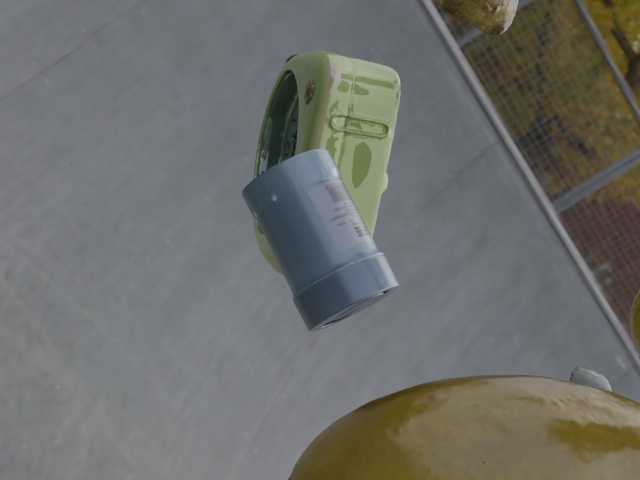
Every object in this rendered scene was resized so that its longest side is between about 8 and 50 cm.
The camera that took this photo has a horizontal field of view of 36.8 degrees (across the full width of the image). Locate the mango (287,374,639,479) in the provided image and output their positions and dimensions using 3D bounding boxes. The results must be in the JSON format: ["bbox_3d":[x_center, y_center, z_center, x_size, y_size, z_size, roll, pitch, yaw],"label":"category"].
[{"bbox_3d":[0.137,0.179,0.643,0.142,0.331,0.195,-100,-173,-61],"label":"mango"}]

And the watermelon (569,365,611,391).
[{"bbox_3d":[0.448,0.290,1.610,0.092,0.075,0.181,64,42,-54],"label":"watermelon"}]

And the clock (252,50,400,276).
[{"bbox_3d":[-0.008,-0.111,1.304,0.348,0.117,0.286,-136,-124,-71],"label":"clock"}]

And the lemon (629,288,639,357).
[{"bbox_3d":[0.277,0.057,0.752,0.065,0.092,0.065,15,23,-7],"label":"lemon"}]

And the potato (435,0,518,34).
[{"bbox_3d":[0.160,-0.259,0.935,0.103,0.066,0.096,35,54,-9],"label":"potato"}]

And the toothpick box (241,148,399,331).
[{"bbox_3d":[0.000,0.000,0.944,0.153,0.101,0.101,64,8,10],"label":"toothpick box"}]
